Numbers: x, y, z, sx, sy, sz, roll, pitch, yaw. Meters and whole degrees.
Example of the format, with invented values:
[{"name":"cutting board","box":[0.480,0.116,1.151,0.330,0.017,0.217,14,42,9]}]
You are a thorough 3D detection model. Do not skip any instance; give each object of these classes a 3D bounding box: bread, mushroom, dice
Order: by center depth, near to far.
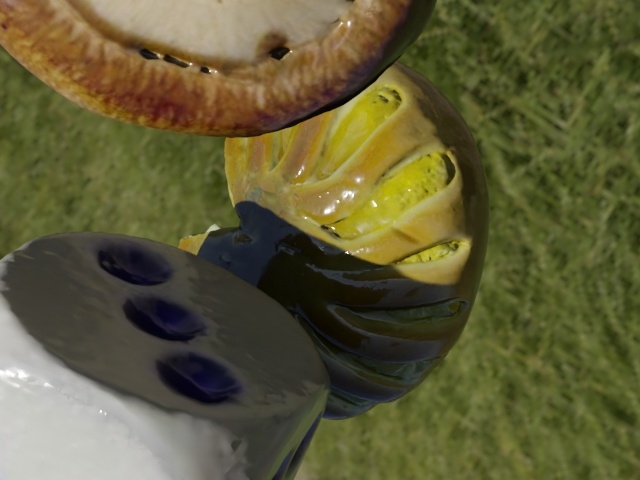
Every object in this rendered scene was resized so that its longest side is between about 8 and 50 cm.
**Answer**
[{"name":"mushroom","box":[-0.080,-0.228,1.018,0.345,0.345,0.259,41,-175,-12]},{"name":"dice","box":[-0.156,0.156,1.176,0.251,0.259,0.243,26,111,9]},{"name":"bread","box":[0.000,0.000,1.369,0.160,0.333,0.333,-1,-175,-42]}]
